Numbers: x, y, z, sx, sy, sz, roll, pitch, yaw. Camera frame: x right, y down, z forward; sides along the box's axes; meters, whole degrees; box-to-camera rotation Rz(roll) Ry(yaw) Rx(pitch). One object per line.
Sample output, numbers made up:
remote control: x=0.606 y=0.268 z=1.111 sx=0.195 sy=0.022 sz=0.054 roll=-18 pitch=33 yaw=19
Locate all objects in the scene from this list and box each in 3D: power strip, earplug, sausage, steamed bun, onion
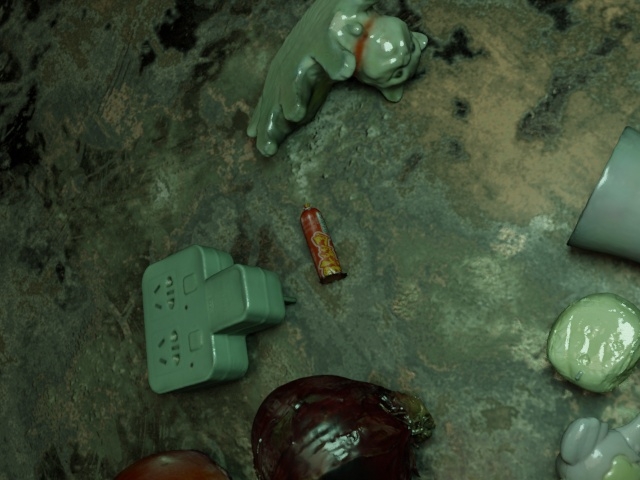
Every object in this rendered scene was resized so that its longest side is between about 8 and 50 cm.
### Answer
power strip: x=-0.171 y=0.124 z=1.072 sx=0.261 sy=0.141 sz=0.230 roll=-22 pitch=69 yaw=32
earplug: x=0.490 y=-0.006 z=0.791 sx=0.301 sy=0.172 sz=0.172 roll=28 pitch=90 yaw=19
sausage: x=0.000 y=0.000 z=1.055 sx=0.050 sy=0.048 sz=0.145 roll=-23 pitch=67 yaw=11
steamed bun: x=0.366 y=0.133 z=0.839 sx=0.112 sy=0.091 sz=0.130 roll=35 pitch=93 yaw=34
onion: x=0.019 y=0.326 z=0.882 sx=0.221 sy=0.280 sz=0.281 roll=169 pitch=113 yaw=-66

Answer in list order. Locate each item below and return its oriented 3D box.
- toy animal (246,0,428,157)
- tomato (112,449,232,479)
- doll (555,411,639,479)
toy animal: x=0.026 y=-0.264 z=1.064 sx=0.266 sy=0.188 sz=0.308 roll=26 pitch=101 yaw=47
tomato: x=-0.258 y=0.501 z=0.962 sx=0.289 sy=0.176 sz=0.335 roll=-30 pitch=66 yaw=27
doll: x=0.411 y=0.225 z=0.778 sx=0.160 sy=0.094 sz=0.365 roll=42 pitch=103 yaw=-17
